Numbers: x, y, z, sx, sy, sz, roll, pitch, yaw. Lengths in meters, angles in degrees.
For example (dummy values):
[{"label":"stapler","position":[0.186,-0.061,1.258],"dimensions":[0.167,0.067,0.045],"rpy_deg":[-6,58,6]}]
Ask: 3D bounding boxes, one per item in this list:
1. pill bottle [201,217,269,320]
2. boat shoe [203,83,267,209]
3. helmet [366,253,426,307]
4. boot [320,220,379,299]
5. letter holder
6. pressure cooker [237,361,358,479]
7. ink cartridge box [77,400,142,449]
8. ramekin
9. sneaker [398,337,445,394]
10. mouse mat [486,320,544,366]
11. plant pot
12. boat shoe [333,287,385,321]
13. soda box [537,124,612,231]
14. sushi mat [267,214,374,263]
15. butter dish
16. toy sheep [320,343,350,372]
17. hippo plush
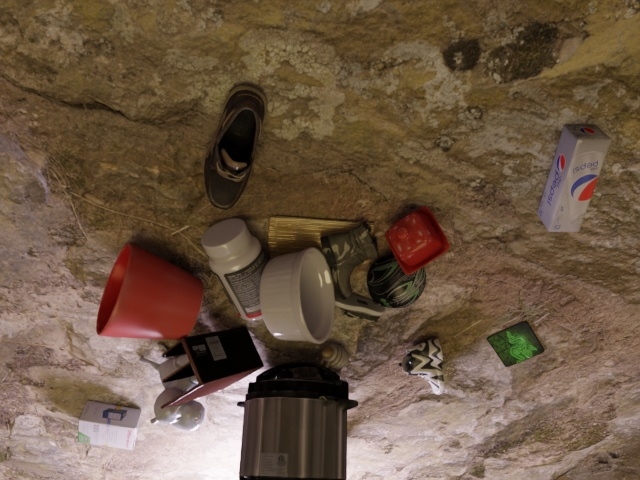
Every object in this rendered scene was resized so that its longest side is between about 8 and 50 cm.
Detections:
[{"label":"pill bottle","position":[-0.229,0.085,1.545],"dimensions":[0.161,0.161,0.283],"rpy_deg":[-15,124,9]},{"label":"boat shoe","position":[-0.233,-0.221,1.349],"dimensions":[0.132,0.130,0.356],"rpy_deg":[13,124,-10]},{"label":"helmet","position":[0.238,0.121,1.588],"dimensions":[0.161,0.169,0.169],"rpy_deg":[-20,125,36]},{"label":"boot","position":[0.105,0.066,1.568],"dimensions":[0.161,0.083,0.247],"rpy_deg":[-16,125,4]},{"label":"letter holder","position":[-0.371,0.406,1.679],"dimensions":[0.214,0.152,0.301],"rpy_deg":[-36,162,24]},{"label":"pressure cooker","position":[-0.082,0.629,1.789],"dimensions":[0.369,0.421,0.375],"rpy_deg":[9,155,-19]},{"label":"ink cartridge box","position":[-0.811,0.716,2.020],"dimensions":[0.212,0.093,0.154],"rpy_deg":[14,124,-9]},{"label":"ramekin","position":[-0.066,0.163,1.528],"dimensions":[0.135,0.277,0.277],"rpy_deg":[-6,126,21]},{"label":"sneaker","position":[0.358,0.457,1.860],"dimensions":[0.153,0.094,0.235],"rpy_deg":[-8,125,6]},{"label":"mouse mat","position":[0.694,0.371,1.859],"dimensions":[0.152,0.007,0.190],"rpy_deg":[-29,121,18]},{"label":"plant pot","position":[-0.499,0.174,1.557],"dimensions":[0.243,0.275,0.275],"rpy_deg":[22,123,-29]},{"label":"boat shoe","position":[0.100,0.217,1.696],"dimensions":[0.219,0.078,0.070],"rpy_deg":[20,121,-16]},{"label":"soda box","position":[0.685,-0.165,1.427],"dimensions":[0.091,0.098,0.286],"rpy_deg":[0,124,-1]},{"label":"sushi mat","position":[0.000,0.000,1.576],"dimensions":[0.316,0.019,0.152],"rpy_deg":[4,126,-3]},{"label":"butter dish","position":[0.254,-0.010,1.476],"dimensions":[0.159,0.160,0.118],"rpy_deg":[-36,150,21]},{"label":"toy sheep","position":[0.055,0.408,1.825],"dimensions":[0.091,0.091,0.132],"rpy_deg":[-40,131,23]},{"label":"hippo plush","position":[-0.463,0.507,1.791],"dimensions":[0.234,0.237,0.294],"rpy_deg":[-39,117,23]}]
